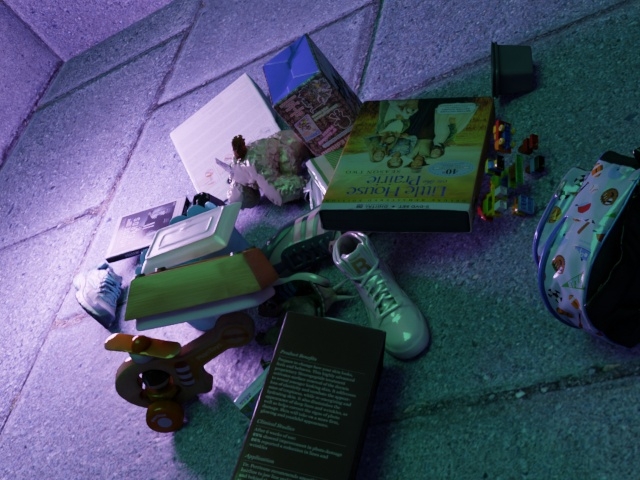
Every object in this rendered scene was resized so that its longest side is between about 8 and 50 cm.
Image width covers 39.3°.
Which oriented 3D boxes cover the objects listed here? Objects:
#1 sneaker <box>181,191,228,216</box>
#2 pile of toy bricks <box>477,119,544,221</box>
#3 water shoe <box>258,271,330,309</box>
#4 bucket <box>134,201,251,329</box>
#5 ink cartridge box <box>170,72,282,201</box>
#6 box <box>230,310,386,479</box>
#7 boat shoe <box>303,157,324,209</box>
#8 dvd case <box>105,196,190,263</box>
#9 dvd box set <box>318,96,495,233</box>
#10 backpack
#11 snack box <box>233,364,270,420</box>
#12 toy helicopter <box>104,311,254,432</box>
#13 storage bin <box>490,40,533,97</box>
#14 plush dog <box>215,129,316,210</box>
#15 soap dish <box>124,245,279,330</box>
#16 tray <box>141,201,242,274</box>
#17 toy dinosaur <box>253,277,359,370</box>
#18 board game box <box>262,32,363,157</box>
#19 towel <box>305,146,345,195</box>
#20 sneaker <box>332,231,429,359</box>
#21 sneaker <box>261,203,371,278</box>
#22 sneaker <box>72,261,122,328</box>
[{"bbox_3d":[-0.353,0.001,2.327,0.283,0.124,0.107,-57,35,0],"label":"sneaker"},{"bbox_3d":[0.370,-0.123,1.797,0.105,0.118,0.212,139,142,-59],"label":"pile of toy bricks"},{"bbox_3d":[-0.057,0.122,1.984,0.203,0.073,0.080,-12,64,45],"label":"water shoe"},{"bbox_3d":[-0.287,0.069,2.160,0.281,0.183,0.281,-27,36,22],"label":"bucket"},{"bbox_3d":[-0.252,-0.276,2.634,0.308,0.091,0.385,-37,51,8],"label":"ink cartridge box"},{"bbox_3d":[-0.017,0.325,1.570,0.191,0.143,0.381,12,54,10],"label":"box"},{"bbox_3d":[-0.005,-0.121,2.175,0.081,0.079,0.227,-28,39,14],"label":"boat shoe"},{"bbox_3d":[-0.499,-0.031,2.590,0.239,0.029,0.179,-15,41,19],"label":"dvd case"},{"bbox_3d":[0.193,-0.169,1.895,0.308,0.062,0.420,1,40,19],"label":"dvd box set"},{"bbox_3d":[0.456,0.021,1.399,0.213,0.276,0.263,11,66,56],"label":"backpack"},{"bbox_3d":[-0.087,0.301,1.767,0.141,0.100,0.037,-45,34,-5],"label":"snack box"},{"bbox_3d":[-0.296,0.244,1.908,0.355,0.235,0.140,-33,34,21],"label":"toy helicopter"},{"bbox_3d":[0.431,-0.381,2.024,0.091,0.098,0.135,0,46,10],"label":"storage bin"},{"bbox_3d":[-0.123,-0.213,2.329,0.263,0.210,0.225,-5,25,43],"label":"plush dog"},{"bbox_3d":[-0.247,0.097,1.890,0.291,0.118,0.229,-13,2,8],"label":"soap dish"},{"bbox_3d":[-0.306,-0.010,2.072,0.270,0.030,0.145,-18,39,32],"label":"tray"},{"bbox_3d":[-0.061,0.192,1.848,0.160,0.121,0.313,-21,33,51],"label":"toy dinosaur"},{"bbox_3d":[0.010,-0.318,2.188,0.141,0.291,0.232,-35,34,14],"label":"board game box"},{"bbox_3d":[0.150,-0.172,2.022,0.325,0.038,0.248,-21,34,-7],"label":"towel"},{"bbox_3d":[0.102,0.096,1.744,0.108,0.169,0.292,-37,35,5],"label":"sneaker"},{"bbox_3d":[0.000,0.000,1.998,0.319,0.112,0.131,-36,33,6],"label":"sneaker"},{"bbox_3d":[-0.605,0.136,2.480,0.122,0.110,0.283,-41,33,-3],"label":"sneaker"}]
